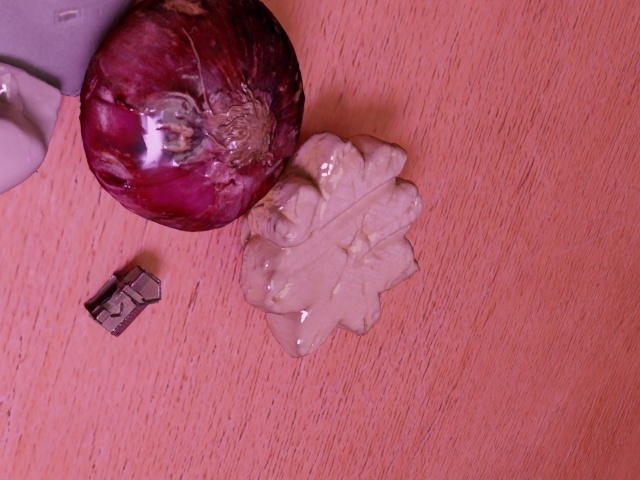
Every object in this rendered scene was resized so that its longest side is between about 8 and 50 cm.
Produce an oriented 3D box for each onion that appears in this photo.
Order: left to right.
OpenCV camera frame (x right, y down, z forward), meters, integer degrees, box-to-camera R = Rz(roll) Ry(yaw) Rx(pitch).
[{"bbox_3d":[-0.128,-0.135,0.772,0.246,0.190,0.246,-40,145,-37],"label":"onion"}]

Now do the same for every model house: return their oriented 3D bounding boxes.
[{"bbox_3d":[-0.222,0.071,0.892,0.083,0.057,0.058,-48,128,-11],"label":"model house"}]

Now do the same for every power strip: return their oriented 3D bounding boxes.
[{"bbox_3d":[-0.262,-0.242,0.680,0.213,0.064,0.198,6,122,-56],"label":"power strip"}]

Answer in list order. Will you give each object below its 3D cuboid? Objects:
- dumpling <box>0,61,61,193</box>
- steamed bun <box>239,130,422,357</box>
[{"bbox_3d":[-0.324,-0.094,0.684,0.176,0.092,0.150,-21,143,1],"label":"dumpling"},{"bbox_3d":[0.000,0.000,0.980,0.295,0.137,0.292,5,105,-48],"label":"steamed bun"}]
